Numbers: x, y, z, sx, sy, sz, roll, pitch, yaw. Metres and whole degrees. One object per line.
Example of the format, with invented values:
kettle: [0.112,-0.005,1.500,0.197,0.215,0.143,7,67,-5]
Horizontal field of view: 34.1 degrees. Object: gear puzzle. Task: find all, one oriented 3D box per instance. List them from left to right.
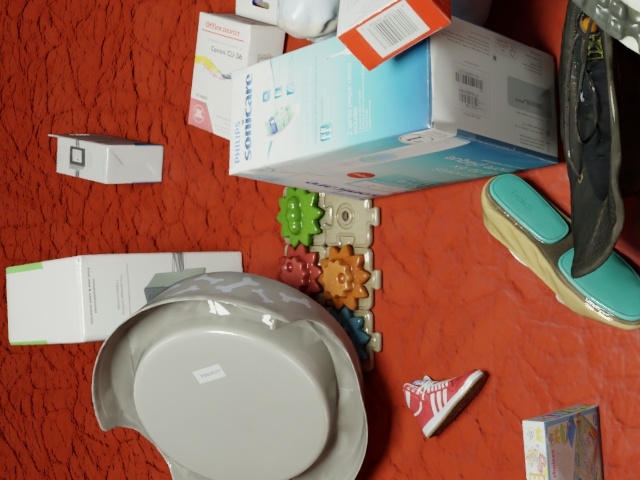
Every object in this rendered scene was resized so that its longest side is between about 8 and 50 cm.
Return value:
gear puzzle: [0.000,0.000,1.345,0.175,0.044,0.338,3,95,45]

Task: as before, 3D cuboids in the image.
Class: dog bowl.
dog bowl: [-0.104,0.191,1.305,0.349,0.102,0.348,6,121,9]

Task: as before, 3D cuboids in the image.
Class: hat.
hat: [0.294,-0.123,0.939,0.134,0.331,0.331,2,96,5]

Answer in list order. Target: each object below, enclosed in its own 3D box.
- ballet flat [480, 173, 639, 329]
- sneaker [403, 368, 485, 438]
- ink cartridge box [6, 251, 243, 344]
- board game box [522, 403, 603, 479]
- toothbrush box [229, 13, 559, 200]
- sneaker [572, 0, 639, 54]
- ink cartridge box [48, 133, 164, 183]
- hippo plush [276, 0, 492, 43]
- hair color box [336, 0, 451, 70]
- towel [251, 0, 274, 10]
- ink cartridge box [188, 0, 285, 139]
ballet flat: [0.253,0.021,1.086,0.232,0.080,0.073,51,154,33]
sneaker: [0.140,0.173,1.218,0.067,0.042,0.118,53,129,25]
ink cartridge box: [-0.269,0.080,1.463,0.198,0.273,0.114,-8,85,45]
board game box: [0.252,0.252,1.067,0.026,0.103,0.154,-4,89,45]
toothbrush box: [0.074,-0.134,1.130,0.296,0.216,0.126,-7,79,45]
sneaker: [0.361,-0.206,0.786,0.410,0.182,0.158,18,120,5]
ink cartridge box: [-0.341,-0.130,1.639,0.180,0.104,0.060,14,104,45]
hippo plush: [0.094,-0.345,1.152,0.237,0.234,0.294,10,118,14]
hair color box: [0.069,-0.244,0.974,0.093,0.053,0.167,-27,39,29]
towel: [-0.084,-0.353,1.428,0.083,0.009,0.060,32,115,39]
ink cartridge box: [-0.113,-0.243,1.420,0.115,0.067,0.198,24,112,42]
